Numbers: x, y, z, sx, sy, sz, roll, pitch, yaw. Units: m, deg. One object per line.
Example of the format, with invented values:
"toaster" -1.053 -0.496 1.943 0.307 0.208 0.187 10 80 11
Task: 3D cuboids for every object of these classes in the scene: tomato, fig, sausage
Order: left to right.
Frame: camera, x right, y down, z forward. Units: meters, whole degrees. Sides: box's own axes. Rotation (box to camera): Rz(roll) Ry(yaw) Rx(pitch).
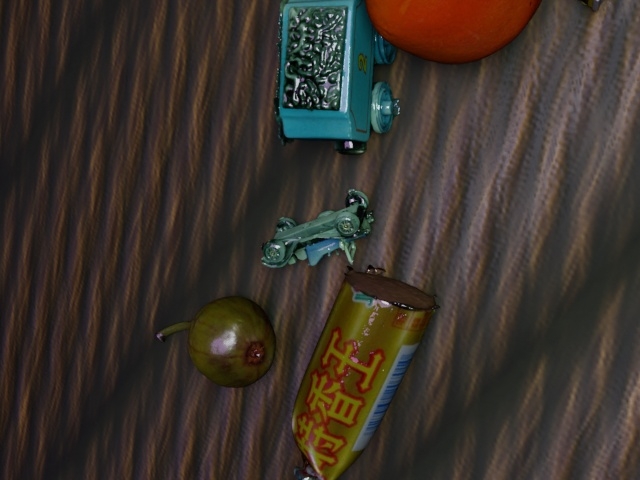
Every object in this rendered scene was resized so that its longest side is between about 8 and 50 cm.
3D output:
"fig" -0.159 0.139 0.973 0.236 0.124 0.124 -1 94 49
"sausage" 0.028 0.188 0.868 0.125 0.117 0.317 37 109 41
"tomato" 0.143 -0.314 0.704 0.180 0.259 0.260 14 100 37

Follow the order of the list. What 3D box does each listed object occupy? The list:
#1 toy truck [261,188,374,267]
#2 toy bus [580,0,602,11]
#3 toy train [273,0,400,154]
"toy truck" 0.001 -0.001 0.896 0.154 0.080 0.078 -20 112 24
"toy bus" 0.341 -0.355 0.708 0.074 0.081 0.226 44 107 10
"toy train" 0.021 -0.207 0.816 0.112 0.163 0.203 2 95 23
